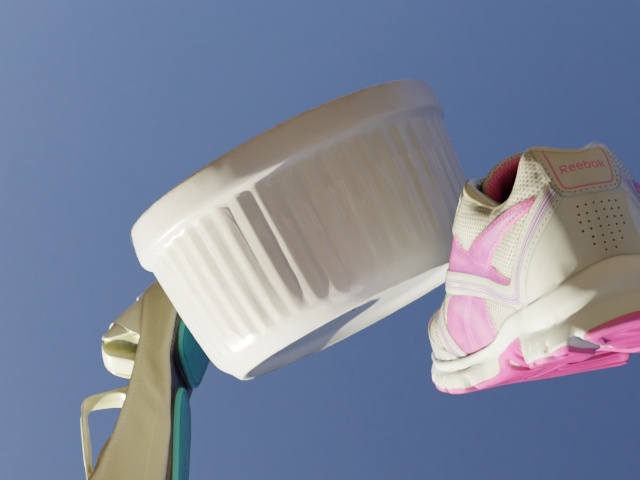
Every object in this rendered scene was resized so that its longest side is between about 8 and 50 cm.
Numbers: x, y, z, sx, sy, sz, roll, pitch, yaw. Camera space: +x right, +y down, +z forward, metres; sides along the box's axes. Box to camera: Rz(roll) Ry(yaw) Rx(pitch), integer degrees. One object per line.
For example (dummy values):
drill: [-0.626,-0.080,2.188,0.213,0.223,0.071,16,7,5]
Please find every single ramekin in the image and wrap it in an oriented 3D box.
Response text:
ramekin: [0.000,0.000,0.915,0.207,0.207,0.109,-28,-98,6]

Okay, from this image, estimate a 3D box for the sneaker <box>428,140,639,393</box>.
sneaker: [0.116,0.014,0.782,0.103,0.252,0.111,-8,-100,-15]

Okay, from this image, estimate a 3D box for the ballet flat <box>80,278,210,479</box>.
ballet flat: [-0.120,0.097,1.035,0.086,0.086,0.248,-14,-137,21]
